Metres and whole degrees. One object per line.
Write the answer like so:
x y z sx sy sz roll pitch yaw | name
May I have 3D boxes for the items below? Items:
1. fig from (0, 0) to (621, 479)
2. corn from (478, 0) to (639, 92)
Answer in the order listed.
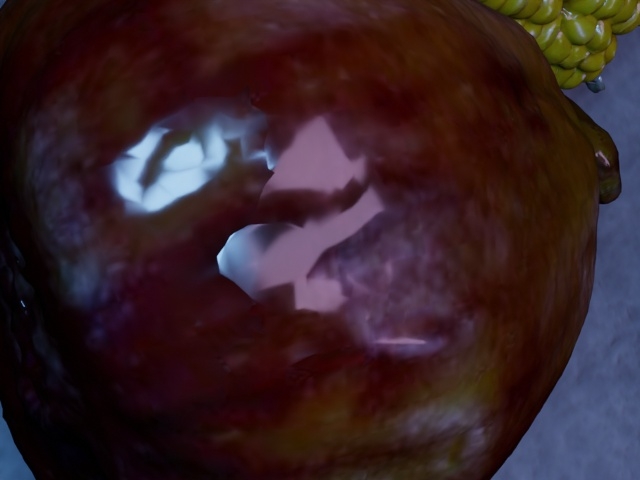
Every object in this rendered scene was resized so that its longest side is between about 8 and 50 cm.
-0.012 0.002 0.633 0.263 0.224 0.224 -15 96 -64 | fig
0.018 -0.136 0.740 0.313 0.102 0.102 13 78 -39 | corn
